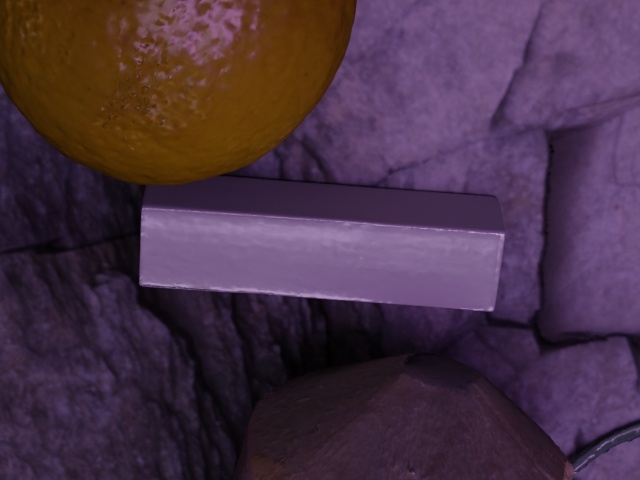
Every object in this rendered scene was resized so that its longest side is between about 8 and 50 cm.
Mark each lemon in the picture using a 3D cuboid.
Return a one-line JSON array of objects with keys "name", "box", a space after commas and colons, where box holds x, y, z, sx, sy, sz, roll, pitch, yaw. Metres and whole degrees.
[{"name": "lemon", "box": [-0.107, -0.178, 1.236, 0.293, 0.293, 0.293, 0, 115, 0]}]

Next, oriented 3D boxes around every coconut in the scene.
[{"name": "coconut", "box": [0.064, 0.236, 1.417, 0.297, 0.297, 0.309, 11, 120, -5]}]

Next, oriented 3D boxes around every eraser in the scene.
[{"name": "eraser", "box": [0.000, 0.000, 1.422, 0.298, 0.078, 0.076, 4, 115, -1]}]

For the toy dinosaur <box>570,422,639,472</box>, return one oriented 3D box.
[{"name": "toy dinosaur", "box": [0.358, 0.120, 1.476, 0.383, 0.076, 0.129, -15, 139, 15]}]
